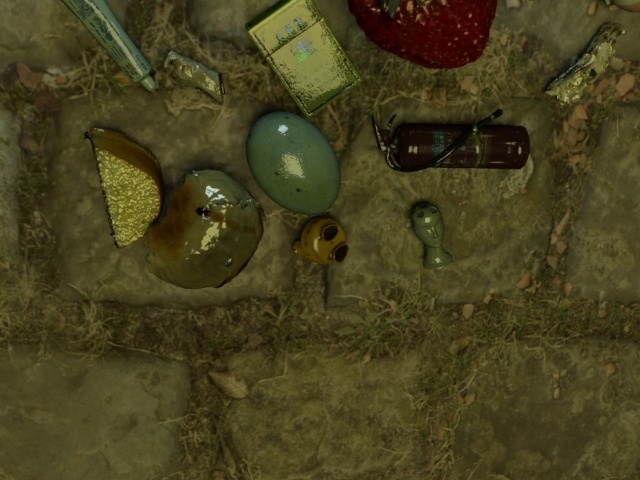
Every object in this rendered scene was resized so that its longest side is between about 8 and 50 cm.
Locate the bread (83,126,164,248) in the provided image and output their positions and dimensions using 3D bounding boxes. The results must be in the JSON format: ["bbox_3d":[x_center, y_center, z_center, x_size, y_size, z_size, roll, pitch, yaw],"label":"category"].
[{"bbox_3d":[-0.383,-0.108,1.654,0.134,0.129,0.260,-15,118,-12],"label":"bread"}]

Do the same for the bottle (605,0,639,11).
[{"bbox_3d":[0.611,-0.557,1.626,0.147,0.147,0.236,-39,123,8],"label":"bottle"}]

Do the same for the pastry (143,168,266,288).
[{"bbox_3d":[-0.216,0.004,1.674,0.256,0.170,0.237,-54,142,0],"label":"pastry"}]

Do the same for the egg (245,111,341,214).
[{"bbox_3d":[-0.053,-0.155,1.668,0.169,0.169,0.236,-33,117,5],"label":"egg"}]

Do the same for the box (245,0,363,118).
[{"bbox_3d":[-0.033,-0.375,1.629,0.141,0.064,0.220,-34,118,6],"label":"box"}]

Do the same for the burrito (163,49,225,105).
[{"bbox_3d":[-0.244,-0.327,1.625,0.149,0.041,0.055,30,120,-25],"label":"burrito"}]

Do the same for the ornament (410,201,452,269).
[{"bbox_3d":[0.251,-0.013,1.843,0.075,0.081,0.156,-20,121,-4],"label":"ornament"}]

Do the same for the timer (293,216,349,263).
[{"bbox_3d":[0.000,0.000,1.807,0.107,0.109,0.107,-7,102,-36],"label":"timer"}]

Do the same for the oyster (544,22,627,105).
[{"bbox_3d":[0.571,-0.375,1.759,0.200,0.061,0.106,-34,134,9],"label":"oyster"}]

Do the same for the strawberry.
[{"bbox_3d":[0.230,-0.463,1.546,0.312,0.267,0.351,-46,139,6],"label":"strawberry"}]

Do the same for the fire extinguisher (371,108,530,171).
[{"bbox_3d":[0.272,-0.215,1.742,0.341,0.105,0.141,0,100,-11],"label":"fire extinguisher"}]

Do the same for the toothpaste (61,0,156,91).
[{"bbox_3d":[-0.405,-0.397,1.559,0.069,0.047,0.268,-26,116,23],"label":"toothpaste"}]
